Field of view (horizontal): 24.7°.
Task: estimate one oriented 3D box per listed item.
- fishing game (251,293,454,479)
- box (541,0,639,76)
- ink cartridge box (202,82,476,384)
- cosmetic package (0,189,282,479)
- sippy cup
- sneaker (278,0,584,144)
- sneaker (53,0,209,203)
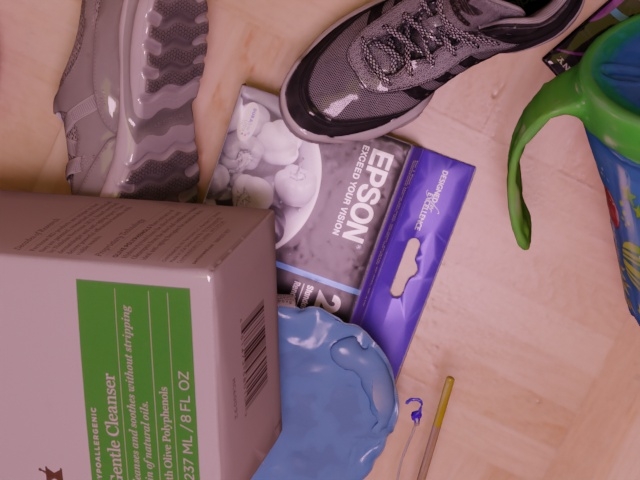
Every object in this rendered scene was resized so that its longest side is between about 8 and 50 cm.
[{"bbox_3d":[-0.028,0.133,1.201,0.264,0.041,0.189,9,109,-2],"label":"fishing game"},{"bbox_3d":[0.278,-0.157,1.182,0.162,0.029,0.116,-42,93,10],"label":"box"},{"bbox_3d":[0.000,0.000,1.214,0.208,0.045,0.206,19,99,-1],"label":"ink cartridge box"},{"bbox_3d":[-0.223,0.073,1.109,0.365,0.155,0.197,3,109,15],"label":"cosmetic package"},{"bbox_3d":[0.312,-0.036,1.094,0.305,0.240,0.224,22,133,38],"label":"sippy cup"},{"bbox_3d":[0.088,-0.165,1.113,0.268,0.153,0.101,-27,86,-3],"label":"sneaker"},{"bbox_3d":[-0.166,-0.088,1.203,0.115,0.105,0.281,22,105,35],"label":"sneaker"}]
